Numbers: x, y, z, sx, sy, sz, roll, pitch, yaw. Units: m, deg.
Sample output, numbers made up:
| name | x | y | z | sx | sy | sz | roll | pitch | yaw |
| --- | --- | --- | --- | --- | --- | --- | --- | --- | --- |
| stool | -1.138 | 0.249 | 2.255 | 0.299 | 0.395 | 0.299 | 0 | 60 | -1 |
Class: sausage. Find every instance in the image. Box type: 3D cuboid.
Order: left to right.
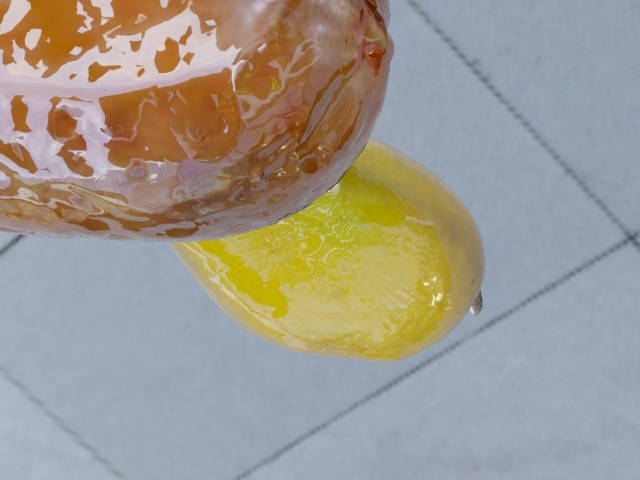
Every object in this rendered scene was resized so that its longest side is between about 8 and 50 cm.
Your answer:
| name | x | y | z | sx | sy | sz | roll | pitch | yaw |
| --- | --- | --- | --- | --- | --- | --- | --- | --- | --- |
| sausage | -0.103 | -0.078 | 0.627 | 0.268 | 0.153 | 0.141 | 7 | 165 | 9 |

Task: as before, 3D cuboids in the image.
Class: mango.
| name | x | y | z | sx | sy | sz | roll | pitch | yaw |
| --- | --- | --- | --- | --- | --- | --- | --- | --- | --- |
| mango | 0.000 | 0.000 | 1.133 | 0.176 | 0.119 | 0.317 | -37 | 134 | 27 |
